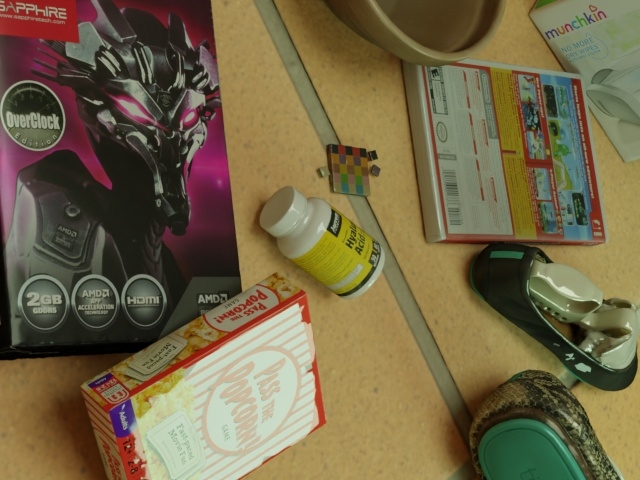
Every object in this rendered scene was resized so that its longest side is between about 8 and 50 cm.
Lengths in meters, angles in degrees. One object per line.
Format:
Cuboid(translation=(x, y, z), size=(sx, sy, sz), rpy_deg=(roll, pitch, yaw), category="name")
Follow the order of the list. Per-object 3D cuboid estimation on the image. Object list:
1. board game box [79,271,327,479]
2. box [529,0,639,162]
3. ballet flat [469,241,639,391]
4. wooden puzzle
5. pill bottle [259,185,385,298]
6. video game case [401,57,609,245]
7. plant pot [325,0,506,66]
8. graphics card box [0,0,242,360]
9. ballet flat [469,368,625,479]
Cuboid(translation=(-0.089, 0.133, 1.169), size=(0.193, 0.045, 0.147), rpy_deg=(-31, 131, -27), category="board game box")
Cuboid(translation=(0.420, -0.242, 1.658), size=(0.231, 0.262, 0.127), rpy_deg=(53, 50, -19), category="box")
Cuboid(translation=(0.280, 0.087, 1.556), size=(0.280, 0.096, 0.095), rpy_deg=(31, 59, -33), category="ballet flat")
Cuboid(translation=(0.029, -0.070, 1.432), size=(0.083, 0.006, 0.049), rpy_deg=(5, 75, -41), category="wooden puzzle")
Cuboid(translation=(0.000, 0.000, 1.347), size=(0.116, 0.065, 0.065), rpy_deg=(37, 57, -29), category="pill bottle")
Cuboid(translation=(0.209, -0.096, 1.589), size=(0.285, 0.025, 0.204), rpy_deg=(1, 78, -42), category="video game case")
Cuboid(translation=(0.073, -0.283, 1.458), size=(0.237, 0.109, 0.237), rpy_deg=(12, 72, -39), category="plant pot")
Cuboid(translation=(-0.191, -0.091, 1.180), size=(0.232, 0.094, 0.371), rpy_deg=(2, 79, -43), category="graphics card box")
Cuboid(translation=(0.304, 0.347, 1.486), size=(0.483, 0.164, 0.182), rpy_deg=(65, 27, -6), category="ballet flat")
